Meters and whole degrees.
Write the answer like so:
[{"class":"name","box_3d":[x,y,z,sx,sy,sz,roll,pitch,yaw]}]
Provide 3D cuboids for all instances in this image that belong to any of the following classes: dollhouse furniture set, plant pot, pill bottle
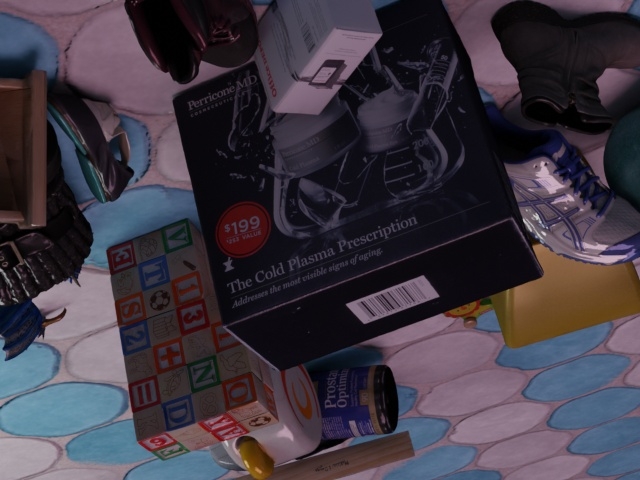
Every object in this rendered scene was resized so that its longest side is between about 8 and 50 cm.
[{"class":"dollhouse furniture set","box_3d":[-0.355,-0.106,1.339,0.257,0.362,0.394,1,177,-25]},{"class":"plant pot","box_3d":[0.332,-0.003,2.021,0.212,0.212,0.187,-17,142,4]},{"class":"pill bottle","box_3d":[0.019,0.287,2.458,0.219,0.122,0.123,-8,154,14]}]

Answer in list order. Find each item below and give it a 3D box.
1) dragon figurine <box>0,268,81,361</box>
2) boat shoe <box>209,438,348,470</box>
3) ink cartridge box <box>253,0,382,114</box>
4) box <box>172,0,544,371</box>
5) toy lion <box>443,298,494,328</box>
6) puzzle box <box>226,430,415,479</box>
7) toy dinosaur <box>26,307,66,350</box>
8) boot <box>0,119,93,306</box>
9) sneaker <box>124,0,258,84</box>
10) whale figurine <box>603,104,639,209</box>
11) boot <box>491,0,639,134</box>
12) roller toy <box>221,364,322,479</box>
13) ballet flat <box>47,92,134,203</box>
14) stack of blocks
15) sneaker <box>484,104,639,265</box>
[{"class":"dragon figurine","box_3d":[-0.417,0.097,1.829,0.144,0.289,0.085,22,151,11]},{"class":"boat shoe","box_3d":[-0.034,0.355,2.577,0.335,0.121,0.119,-17,148,0]},{"class":"ink cartridge box","box_3d":[-0.008,-0.223,1.530,0.063,0.109,0.150,1,149,-32]},{"class":"box","box_3d":[0.038,-0.065,1.629,0.343,0.312,0.179,-21,151,11]},{"class":"toy lion","box_3d":[0.254,0.106,2.359,0.100,0.034,0.096,-26,143,20]},{"class":"puzzle box","box_3d":[-0.067,0.430,2.526,0.409,0.052,0.272,-9,169,-36]},{"class":"toy dinosaur","box_3d":[-0.422,0.137,2.075,0.090,0.047,0.082,-13,173,-26]},{"class":"boot","box_3d":[-0.452,-0.014,1.678,0.348,0.131,0.260,-11,152,-8]},{"class":"sneaker","box_3d":[-0.136,-0.209,1.435,0.106,0.162,0.281,-23,151,15]},{"class":"whale figurine","box_3d":[0.459,-0.139,1.859,0.141,0.216,0.272,21,154,9]},{"class":"boot","box_3d":[0.320,-0.192,1.691,0.247,0.161,0.083,3,148,-30]},{"class":"roller toy","box_3d":[-0.096,0.281,2.329,0.146,0.209,0.191,-22,175,16]},{"class":"ballet flat","box_3d":[-0.264,-0.122,1.651,0.074,0.074,0.203,-16,146,1]},{"class":"stack of blocks","box_3d":[-0.175,0.125,1.891,0.171,0.297,0.087,-20,150,9]},{"class":"sneaker","box_3d":[0.307,-0.072,1.839,0.296,0.112,0.131,24,140,6]}]
